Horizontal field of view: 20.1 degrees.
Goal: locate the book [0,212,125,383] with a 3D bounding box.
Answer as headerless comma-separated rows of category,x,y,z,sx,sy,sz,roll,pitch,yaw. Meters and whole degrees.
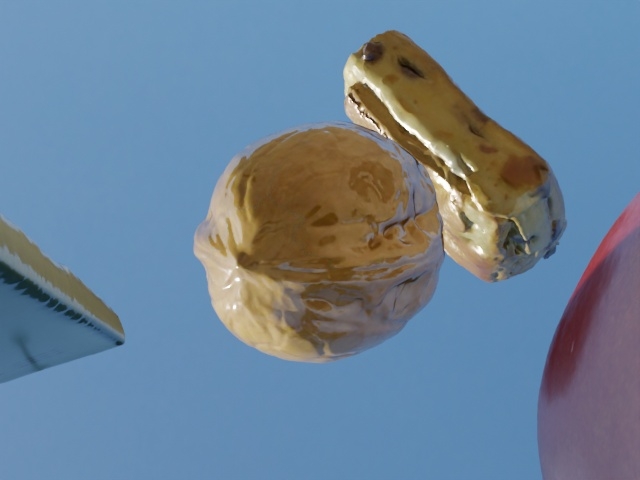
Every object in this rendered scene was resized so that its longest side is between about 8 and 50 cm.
book,-0.220,0.040,0.587,0.264,0.379,0.031,-16,-101,0

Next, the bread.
bread,0.111,-0.059,1.522,0.099,0.235,0.210,-44,-109,-1

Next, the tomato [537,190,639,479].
tomato,0.227,0.100,0.857,0.226,0.298,0.298,-43,-127,-5

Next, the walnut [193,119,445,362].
walnut,0.000,0.000,1.193,0.159,0.159,0.206,25,-161,20
